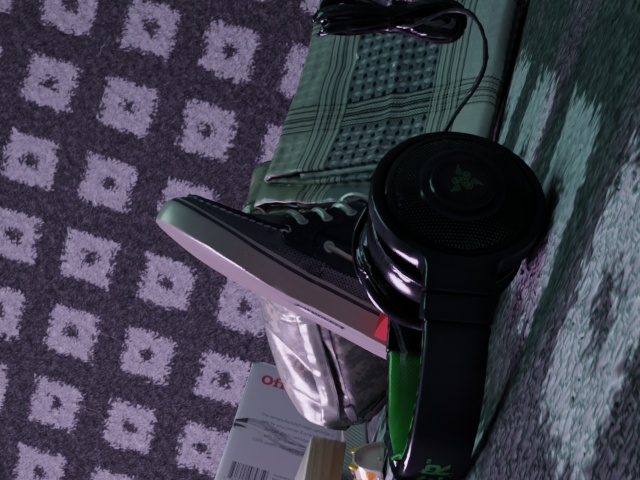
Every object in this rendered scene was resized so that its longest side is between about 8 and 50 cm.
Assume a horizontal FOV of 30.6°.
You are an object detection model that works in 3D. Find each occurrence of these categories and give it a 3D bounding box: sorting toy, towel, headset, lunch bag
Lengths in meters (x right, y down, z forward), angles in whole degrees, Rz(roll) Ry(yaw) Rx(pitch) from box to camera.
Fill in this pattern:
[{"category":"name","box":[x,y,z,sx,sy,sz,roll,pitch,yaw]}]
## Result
[{"category":"sorting toy","box":[0.060,0.307,1.482,0.083,0.045,0.075,-70,-22,-73]},{"category":"towel","box":[0.083,-0.176,1.456,0.056,0.312,0.324,50,-132,-47]},{"category":"headset","box":[0.068,-0.009,0.935,0.243,0.185,0.394,105,170,-78]},{"category":"lunch bag","box":[0.012,0.072,1.564,0.256,0.212,0.305,-79,-18,-45]}]

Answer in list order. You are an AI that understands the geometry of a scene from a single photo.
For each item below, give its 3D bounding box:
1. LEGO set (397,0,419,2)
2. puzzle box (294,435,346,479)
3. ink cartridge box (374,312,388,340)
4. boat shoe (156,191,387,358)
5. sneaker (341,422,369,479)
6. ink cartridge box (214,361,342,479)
[{"category":"LEGO set","box":[0.173,-0.436,1.657,0.331,0.192,0.255,3,-79,-75]},{"category":"puzzle box","box":[-0.032,0.498,1.590,0.272,0.052,0.409,106,174,-66]},{"category":"ink cartridge box","box":[0.114,0.033,1.176,0.134,0.078,0.231,104,-177,-76]},{"category":"boat shoe","box":[0.000,0.000,1.294,0.158,0.340,0.127,-63,9,-11]},{"category":"sneaker","box":[0.050,0.329,1.741,0.070,0.051,0.134,84,-170,-46]},{"category":"ink cartridge box","box":[-0.061,0.399,2.063,0.129,0.223,0.307,104,-177,-59]}]
